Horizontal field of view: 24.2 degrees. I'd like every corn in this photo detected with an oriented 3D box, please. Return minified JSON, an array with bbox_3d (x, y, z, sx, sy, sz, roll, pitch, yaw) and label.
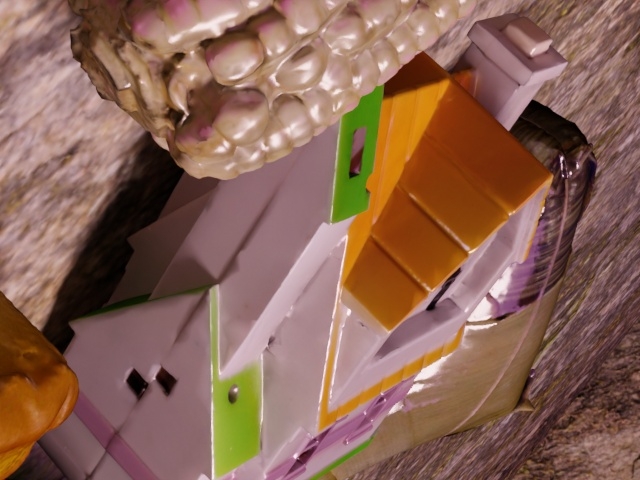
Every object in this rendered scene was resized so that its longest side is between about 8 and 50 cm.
[{"bbox_3d":[0.045,-0.150,0.649,0.335,0.127,0.127,-33,156,-15],"label":"corn"}]

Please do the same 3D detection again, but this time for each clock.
[{"bbox_3d":[0.000,0.000,0.832,0.235,0.166,0.309,-23,154,-53],"label":"clock"}]

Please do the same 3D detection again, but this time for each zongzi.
[{"bbox_3d":[0.041,0.057,1.059,0.317,0.154,0.289,-28,143,-35],"label":"zongzi"}]

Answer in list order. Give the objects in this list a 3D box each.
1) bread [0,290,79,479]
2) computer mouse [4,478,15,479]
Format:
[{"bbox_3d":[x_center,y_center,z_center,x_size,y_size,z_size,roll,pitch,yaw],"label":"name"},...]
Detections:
[{"bbox_3d":[-0.206,0.087,0.639,0.102,0.094,0.245,-54,161,25],"label":"bread"},{"bbox_3d":[-0.177,0.240,0.862,0.203,0.114,0.374,-33,163,-7],"label":"computer mouse"}]
